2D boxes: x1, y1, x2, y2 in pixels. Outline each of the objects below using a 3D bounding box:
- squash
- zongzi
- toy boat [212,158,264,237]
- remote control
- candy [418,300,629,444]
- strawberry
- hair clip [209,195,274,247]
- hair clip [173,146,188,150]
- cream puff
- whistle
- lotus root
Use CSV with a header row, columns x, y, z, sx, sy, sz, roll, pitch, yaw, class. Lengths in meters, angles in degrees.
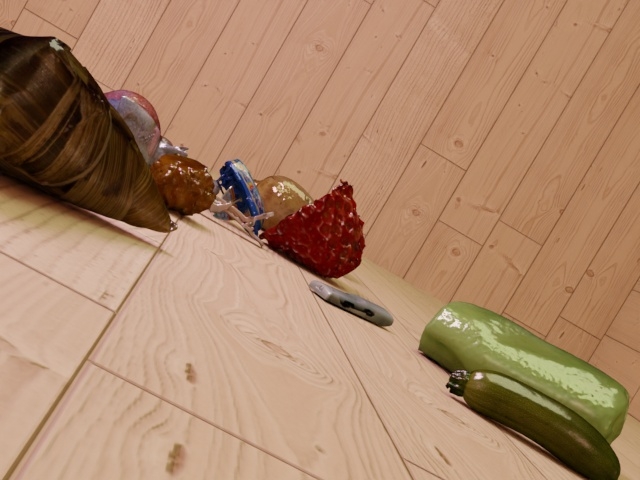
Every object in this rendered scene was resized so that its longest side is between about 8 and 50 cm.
x,y,z,sx,sy,sz,roll,pitch,yaw,class
0.291,0.239,1.051,0.258,0.069,0.069,31,3,6,squash
-0.310,-0.122,0.869,0.286,0.134,0.288,27,-13,35,zongzi
-0.178,-0.073,1.598,0.175,0.110,0.091,61,-33,5,toy boat
0.055,0.106,1.347,0.166,0.029,0.065,28,5,-39,remote control
0.327,0.222,1.276,0.343,0.132,0.142,30,45,26,candy
0.000,0.000,1.638,0.178,0.234,0.234,61,5,2,strawberry
-0.193,-0.071,1.495,0.226,0.072,0.034,29,0,-8,hair clip
-0.414,-0.222,1.956,0.146,0.075,0.257,30,8,41,hair clip
-0.231,-0.088,1.292,0.116,0.094,0.122,28,25,23,cream puff
-0.348,-0.193,1.586,0.346,0.142,0.133,38,24,-29,whistle
-0.088,-0.070,1.926,0.257,0.140,0.154,41,-35,9,lotus root
